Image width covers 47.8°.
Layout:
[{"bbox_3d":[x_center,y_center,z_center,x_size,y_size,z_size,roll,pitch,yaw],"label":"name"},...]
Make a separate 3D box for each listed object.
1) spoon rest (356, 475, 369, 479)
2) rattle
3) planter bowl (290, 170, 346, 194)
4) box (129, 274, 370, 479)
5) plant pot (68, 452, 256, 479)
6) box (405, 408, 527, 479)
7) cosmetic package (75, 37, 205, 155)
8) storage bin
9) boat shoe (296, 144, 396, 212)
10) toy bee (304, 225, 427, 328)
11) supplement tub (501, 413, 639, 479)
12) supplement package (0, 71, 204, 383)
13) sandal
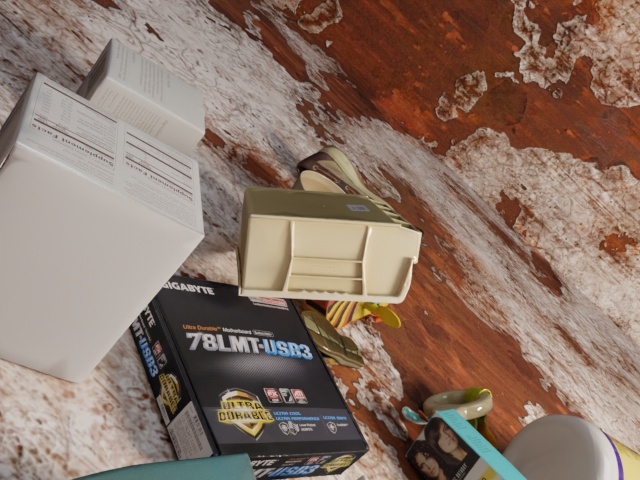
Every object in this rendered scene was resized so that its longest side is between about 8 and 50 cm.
[{"bbox_3d":[0.109,0.393,0.998,0.276,0.084,0.137,39,22,-44],"label":"spoon rest"},{"bbox_3d":[0.229,0.341,1.279,0.130,0.142,0.200,12,14,31],"label":"rattle"},{"bbox_3d":[-0.011,-0.049,1.473,0.162,0.109,0.162,35,26,-20],"label":"planter bowl"},{"bbox_3d":[-0.102,0.185,1.000,0.296,0.073,0.293,16,36,-47],"label":"box"},{"bbox_3d":[-0.175,0.293,0.604,0.234,0.165,0.165,13,37,-38],"label":"plant pot"},{"bbox_3d":[0.250,0.381,1.116,0.060,0.100,0.244,10,25,-49],"label":"box"},{"bbox_3d":[-0.311,-0.208,1.217,0.184,0.151,0.151,29,28,-29],"label":"cosmetic package"},{"bbox_3d":[0.000,0.000,1.161,0.261,0.123,0.262,4,12,-8],"label":"storage bin"},{"bbox_3d":[0.068,-0.064,1.648,0.123,0.123,0.342,-27,76,-34],"label":"boat shoe"},{"bbox_3d":[0.092,0.104,1.355,0.298,0.162,0.195,-13,36,-26],"label":"toy bee"},{"bbox_3d":[0.486,0.468,1.233,0.331,0.241,0.241,33,26,-22],"label":"supplement tub"},{"bbox_3d":[-0.284,-0.002,0.786,0.204,0.262,0.145,29,28,-30],"label":"supplement package"},{"bbox_3d":[0.013,0.180,1.221,0.180,0.049,0.072,40,25,-46],"label":"sandal"}]
